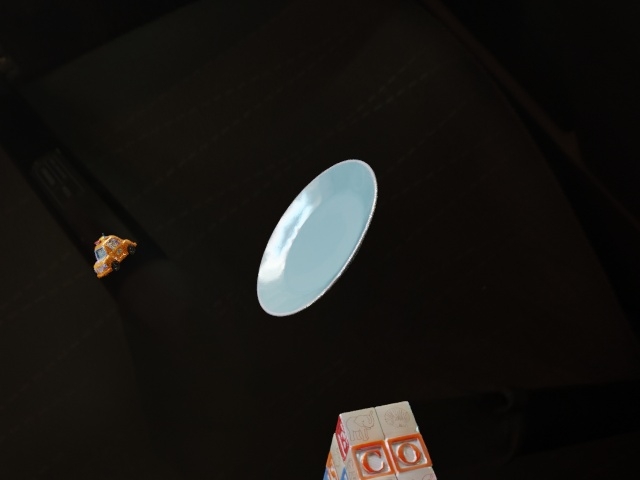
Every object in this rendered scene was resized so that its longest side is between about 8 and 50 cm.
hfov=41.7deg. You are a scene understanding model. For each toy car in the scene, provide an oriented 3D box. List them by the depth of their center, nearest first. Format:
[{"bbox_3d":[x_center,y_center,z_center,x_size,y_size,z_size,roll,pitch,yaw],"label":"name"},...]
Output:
[{"bbox_3d":[-0.274,0.016,1.056,0.060,0.122,0.040,-46,108,-23],"label":"toy car"}]

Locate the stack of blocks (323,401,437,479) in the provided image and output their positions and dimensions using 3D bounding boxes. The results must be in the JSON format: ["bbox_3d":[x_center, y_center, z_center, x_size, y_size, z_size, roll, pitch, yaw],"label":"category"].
[{"bbox_3d":[0.067,0.350,1.018,0.087,0.297,0.171,-8,50,-15],"label":"stack of blocks"}]

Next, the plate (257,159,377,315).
[{"bbox_3d":[0.000,0.000,0.886,0.024,0.188,0.188,33,64,-28],"label":"plate"}]
